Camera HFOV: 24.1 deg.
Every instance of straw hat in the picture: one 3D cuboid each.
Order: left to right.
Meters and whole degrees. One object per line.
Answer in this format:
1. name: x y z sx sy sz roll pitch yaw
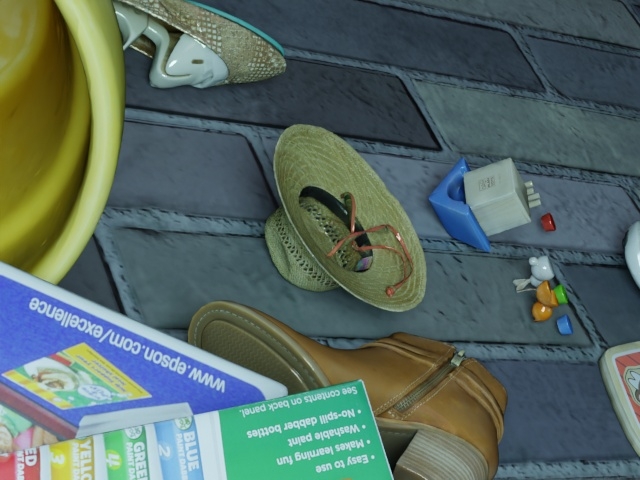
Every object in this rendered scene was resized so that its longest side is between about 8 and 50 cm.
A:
1. straw hat: 0.000 0.000 0.981 0.144 0.061 0.144 35 37 -32

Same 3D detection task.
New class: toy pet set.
1. toy pet set: 0.132 0.002 1.113 0.114 0.065 0.122 56 23 -39

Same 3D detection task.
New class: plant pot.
1. plant pot: -0.223 -0.100 0.768 0.254 0.254 0.239 25 21 -15

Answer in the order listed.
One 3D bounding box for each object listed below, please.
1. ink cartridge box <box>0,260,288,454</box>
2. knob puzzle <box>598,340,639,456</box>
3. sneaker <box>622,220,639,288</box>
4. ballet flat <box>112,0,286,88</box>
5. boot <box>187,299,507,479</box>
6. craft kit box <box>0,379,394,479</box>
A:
1. ink cartridge box: -0.197 0.142 0.608 0.303 0.072 0.307 26 65 -15
2. knob puzzle: 0.290 0.136 1.097 0.213 0.030 0.213 23 37 -18
3. sneaker: 0.378 0.047 1.201 0.292 0.118 0.110 27 38 -11
4. ballet flat: -0.124 -0.145 1.056 0.206 0.073 0.067 24 64 -13
5. boot: 0.023 0.084 0.905 0.197 0.073 0.152 40 29 2
6. craft kit box: -0.061 0.195 0.573 0.250 0.061 0.246 -9 76 -31
